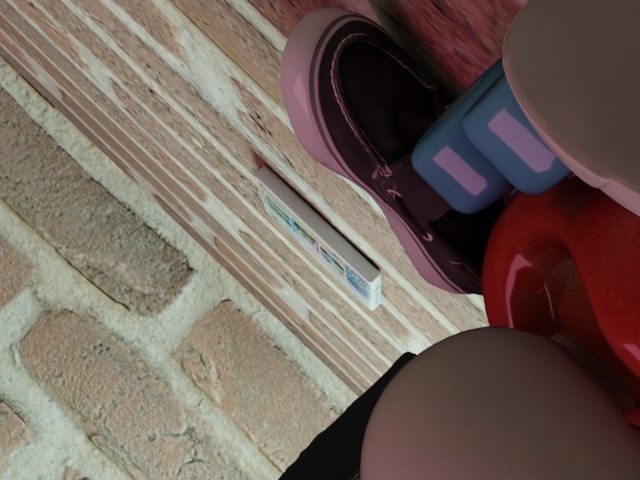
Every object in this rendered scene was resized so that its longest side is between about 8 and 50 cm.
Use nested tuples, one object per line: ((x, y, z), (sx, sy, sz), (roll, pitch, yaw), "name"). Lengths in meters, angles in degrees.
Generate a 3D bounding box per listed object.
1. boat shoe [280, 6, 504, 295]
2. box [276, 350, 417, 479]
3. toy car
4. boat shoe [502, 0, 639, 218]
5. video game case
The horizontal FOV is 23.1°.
((0.061, -0.038, 0.841), (0.076, 0.080, 0.228), (14, 151, 40), "boat shoe")
((0.174, 0.342, 0.962), (0.480, 0.297, 0.472), (45, 171, -7), "box")
((0.089, 0.069, 0.633), (0.219, 0.238, 0.210), (45, 172, -3), "toy car")
((0.148, -0.012, 0.493), (0.219, 0.078, 0.070), (37, 169, 32), "boat shoe")
((0.000, 0.000, 1.555), (0.157, 0.019, 0.143), (43, 172, 11), "video game case")
